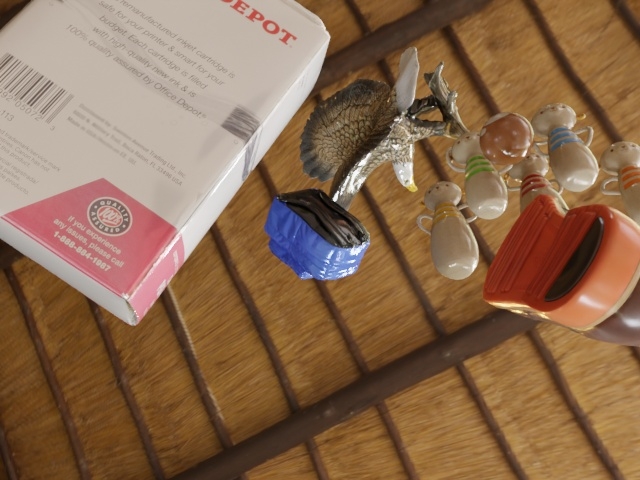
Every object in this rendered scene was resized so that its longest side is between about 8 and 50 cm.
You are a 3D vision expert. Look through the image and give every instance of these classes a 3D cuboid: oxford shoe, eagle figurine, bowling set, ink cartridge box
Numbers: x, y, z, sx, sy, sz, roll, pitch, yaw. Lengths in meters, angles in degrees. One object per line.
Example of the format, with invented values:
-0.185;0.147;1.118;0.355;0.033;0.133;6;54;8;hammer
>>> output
0.189;0.030;0.491;0.098;0.271;0.097;28;-82;0;oxford shoe
0.089;-0.155;1.098;0.298;0.226;0.225;-21;-90;12;eagle figurine
0.233;-0.094;0.754;0.287;0.200;0.154;-14;-137;13;bowling set
-0.153;-0.105;0.562;0.207;0.117;0.283;34;-111;0;ink cartridge box

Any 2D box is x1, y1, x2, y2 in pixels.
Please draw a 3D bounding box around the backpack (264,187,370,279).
0.000;0.000;0.864;0.120;0.101;0.098;37;-144;27;backpack
